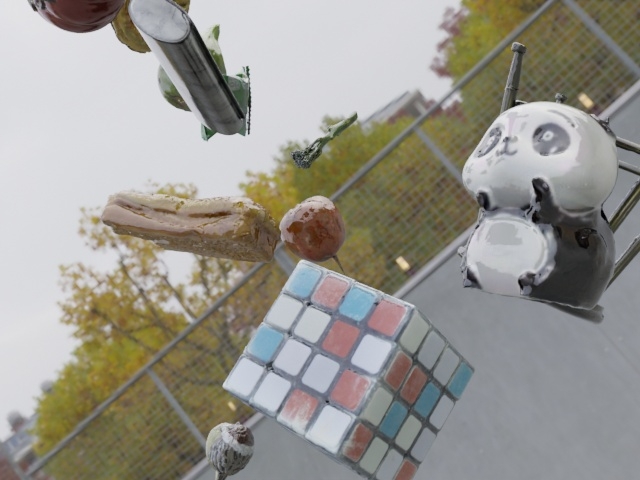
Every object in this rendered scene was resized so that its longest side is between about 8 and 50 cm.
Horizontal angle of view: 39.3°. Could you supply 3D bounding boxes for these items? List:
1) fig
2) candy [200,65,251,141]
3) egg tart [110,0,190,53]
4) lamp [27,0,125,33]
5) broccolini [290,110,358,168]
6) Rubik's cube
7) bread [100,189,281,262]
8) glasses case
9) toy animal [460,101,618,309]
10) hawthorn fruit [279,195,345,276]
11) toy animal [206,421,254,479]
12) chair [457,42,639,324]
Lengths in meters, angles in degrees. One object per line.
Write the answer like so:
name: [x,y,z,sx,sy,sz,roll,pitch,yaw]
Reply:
fig: [-0.344,-0.504,2.519,0.206,0.206,0.274,94,-165,-75]
candy: [-0.181,-0.267,1.766,0.203,0.078,0.141,-28,-45,-64]
egg tart: [-0.426,-0.575,2.177,0.241,0.106,0.240,-19,-63,-40]
lamp: [-0.395,-0.453,1.457,0.227,0.227,0.227,-38,-11,-9]
broccolini: [0.018,-0.249,2.241,0.216,0.058,0.067,-39,33,-26]
Rubik's cube: [0.049,0.220,1.440,0.253,0.256,0.259,-57,-40,-13]
bread: [-0.277,-0.033,1.919,0.185,0.381,0.109,45,-126,-61]
glasses case: [-0.199,-0.261,1.365,0.060,0.114,0.299,-51,-18,-9]
toy animal: [0.343,-0.059,1.393,0.251,0.251,0.309,13,-93,-76]
hawthorn fruit: [-0.001,-0.018,2.026,0.149,0.189,0.149,-46,-24,-28]
toy animal: [-0.177,0.428,1.778,0.098,0.137,0.098,1,-27,0]
chair: [0.484,-0.081,1.706,0.365,0.362,0.410,17,-80,-61]
